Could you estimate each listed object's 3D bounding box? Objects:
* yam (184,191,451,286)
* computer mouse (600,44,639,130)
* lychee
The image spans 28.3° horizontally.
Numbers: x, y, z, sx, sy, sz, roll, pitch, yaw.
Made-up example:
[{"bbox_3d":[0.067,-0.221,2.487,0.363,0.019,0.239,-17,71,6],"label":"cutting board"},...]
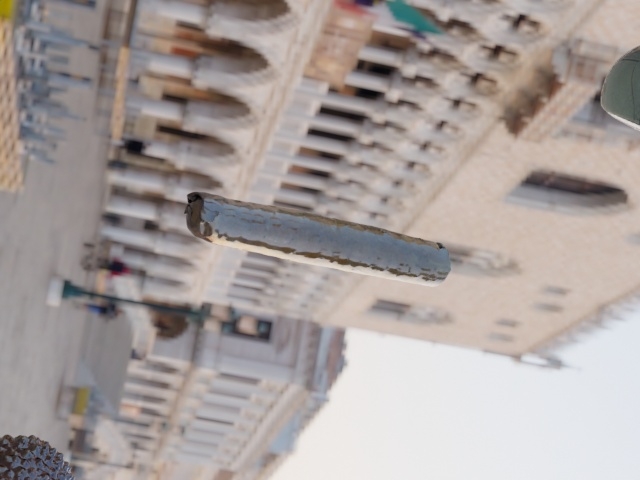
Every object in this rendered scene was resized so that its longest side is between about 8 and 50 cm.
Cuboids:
[{"bbox_3d":[0.000,0.000,1.102,0.046,0.264,0.046,-25,-120,53],"label":"yam"},{"bbox_3d":[0.358,-0.153,1.282,0.113,0.068,0.229,-51,-149,-2],"label":"computer mouse"},{"bbox_3d":[-0.398,0.330,1.618,0.188,0.188,0.188,-169,-90,-82],"label":"lychee"}]
